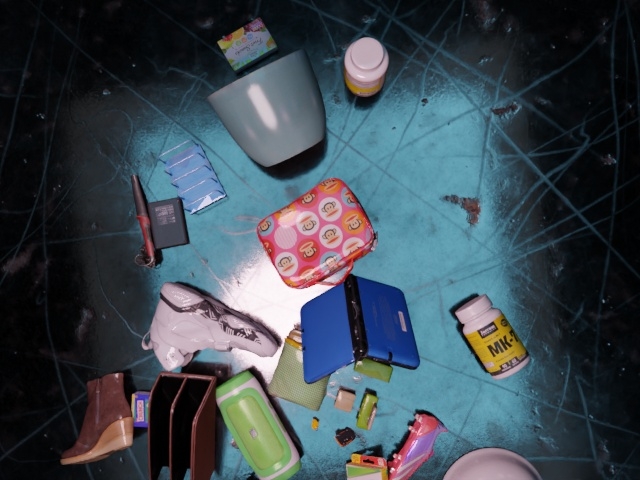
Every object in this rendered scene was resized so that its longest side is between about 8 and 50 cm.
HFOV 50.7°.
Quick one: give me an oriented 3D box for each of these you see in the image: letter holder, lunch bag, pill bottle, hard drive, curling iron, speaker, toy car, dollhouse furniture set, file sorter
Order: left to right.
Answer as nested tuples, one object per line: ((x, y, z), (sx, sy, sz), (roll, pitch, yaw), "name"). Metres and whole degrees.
((-0.509, -0.054, 1.904), (0.068, 0.035, 0.274), (-14, 83, 28), "curling iron")
((-0.433, -0.048, 1.915), (0.094, 0.022, 0.135), (-11, 86, 1), "hard drive")
((-0.366, 0.526, 1.737), (0.152, 0.214, 0.301), (5, 111, 2), "letter holder")
((-0.360, -0.177, 1.879), (0.118, 0.104, 0.170), (-28, 87, 1), "file sorter")
((-0.170, 0.507, 1.826), (0.131, 0.131, 0.296), (-30, 86, 0), "speaker")
((0.000, 0.000, 1.835), (0.293, 0.120, 0.258), (-30, 78, 5), "lunch bag")
((0.017, 0.376, 1.812), (0.302, 0.151, 0.197), (19, 88, 3), "dollhouse furniture set")
((0.036, 0.529, 1.872), (0.122, 0.060, 0.040), (32, 133, 19), "toy car")
((0.123, -0.470, 1.821), (0.117, 0.215, 0.117), (0, 87, 2), "pill bottle")
((0.460, 0.257, 1.820), (0.119, 0.119, 0.208), (-33, 86, 0), "pill bottle")

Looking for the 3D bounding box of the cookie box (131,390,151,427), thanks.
((-0.469, 0.471, 1.880), (0.107, 0.040, 0.091), (2, 88, 3), "cookie box")

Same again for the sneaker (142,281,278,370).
((-0.307, 0.277, 1.842), (0.366, 0.137, 0.210), (27, 89, 8), "sneaker")

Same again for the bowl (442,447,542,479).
((0.469, 0.712, 1.789), (0.298, 0.134, 0.297), (0, 86, 2), "bowl")

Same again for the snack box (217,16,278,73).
((-0.206, -0.554, 1.926), (0.141, 0.037, 0.100), (-31, 88, 0), "snack box")

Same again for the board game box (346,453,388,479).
((0.134, 0.712, 1.817), (0.124, 0.039, 0.259), (-8, 83, 42), "board game box")

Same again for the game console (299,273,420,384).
((0.096, 0.248, 1.783), (0.250, 0.293, 0.173), (17, 125, -17), "game console")

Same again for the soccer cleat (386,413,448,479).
((0.251, 0.590, 1.832), (0.095, 0.083, 0.248), (30, 86, -1), "soccer cleat")

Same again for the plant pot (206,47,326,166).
((-0.119, -0.338, 1.799), (0.293, 0.293, 0.235), (-27, 103, 0), "plant pot")

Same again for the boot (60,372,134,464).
((-0.626, 0.497, 1.875), (0.248, 0.090, 0.206), (-24, 68, 17), "boot")
